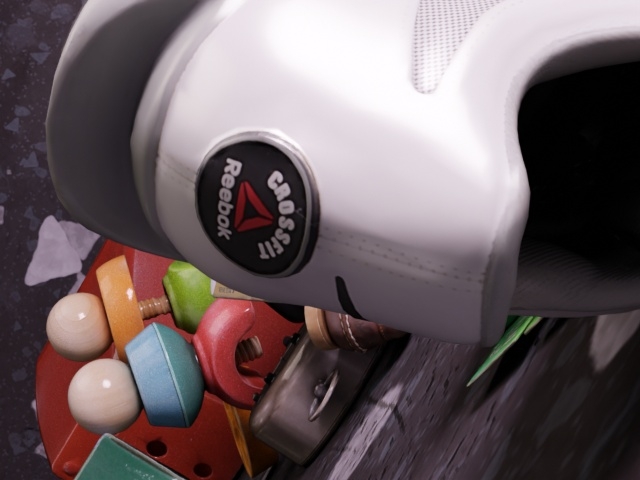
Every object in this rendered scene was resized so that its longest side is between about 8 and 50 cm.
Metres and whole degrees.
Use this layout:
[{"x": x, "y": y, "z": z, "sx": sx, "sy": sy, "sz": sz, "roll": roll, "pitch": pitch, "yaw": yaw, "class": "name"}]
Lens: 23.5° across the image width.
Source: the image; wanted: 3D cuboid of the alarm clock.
[{"x": -0.002, "y": 0.098, "z": 1.109, "sx": 0.129, "sy": 0.064, "sz": 0.192, "roll": -57, "pitch": 5, "yaw": 1, "class": "alarm clock"}]

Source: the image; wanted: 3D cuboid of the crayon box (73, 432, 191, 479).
[{"x": -0.198, "y": 0.323, "z": 1.214, "sx": 0.323, "sy": 0.083, "sz": 0.203, "roll": -58, "pitch": -18, "yaw": -10, "class": "crayon box"}]

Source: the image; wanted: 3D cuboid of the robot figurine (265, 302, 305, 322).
[{"x": 0.019, "y": -0.063, "z": 1.383, "sx": 0.278, "sy": 0.209, "sz": 0.173, "roll": -59, "pitch": -37, "yaw": -31, "class": "robot figurine"}]

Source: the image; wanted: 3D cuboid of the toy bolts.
[{"x": -0.131, "y": 0.123, "z": 1.278, "sx": 0.158, "sy": 0.218, "sz": 0.228, "roll": -17, "pitch": 8, "yaw": -10, "class": "toy bolts"}]

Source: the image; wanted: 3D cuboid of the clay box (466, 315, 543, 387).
[{"x": 0.111, "y": -0.052, "z": 0.661, "sx": 0.222, "sy": 0.053, "sz": 0.127, "roll": -58, "pitch": 1, "yaw": -36, "class": "clay box"}]

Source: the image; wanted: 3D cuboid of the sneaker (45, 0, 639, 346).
[{"x": 0.091, "y": -0.045, "z": 0.453, "sx": 0.330, "sy": 0.146, "sz": 0.122, "roll": -29, "pitch": -45, "yaw": -43, "class": "sneaker"}]

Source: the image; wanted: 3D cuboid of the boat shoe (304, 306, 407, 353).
[{"x": 0.057, "y": 0.006, "z": 1.060, "sx": 0.073, "sy": 0.073, "sz": 0.207, "roll": -11, "pitch": 31, "yaw": 28, "class": "boat shoe"}]

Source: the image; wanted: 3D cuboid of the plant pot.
[{"x": -0.171, "y": 0.170, "z": 1.744, "sx": 0.267, "sy": 0.267, "sz": 0.236, "roll": -57, "pitch": 15, "yaw": 26, "class": "plant pot"}]

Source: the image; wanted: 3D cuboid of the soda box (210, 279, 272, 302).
[{"x": 0.000, "y": 0.000, "z": 1.118, "sx": 0.216, "sy": 0.074, "sz": 0.069, "roll": -10, "pitch": -79, "yaw": -66, "class": "soda box"}]
